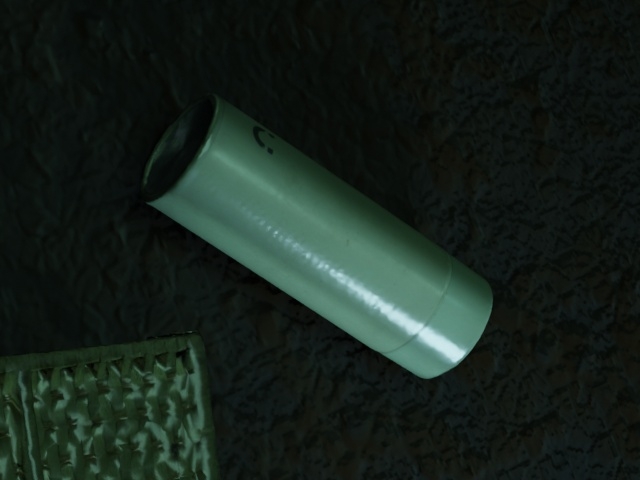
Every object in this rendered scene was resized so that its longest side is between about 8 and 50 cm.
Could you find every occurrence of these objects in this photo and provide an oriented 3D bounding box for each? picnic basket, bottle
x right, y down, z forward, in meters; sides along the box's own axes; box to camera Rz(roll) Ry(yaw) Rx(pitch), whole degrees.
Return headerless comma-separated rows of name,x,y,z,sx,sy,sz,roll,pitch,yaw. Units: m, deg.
picnic basket,-0.166,0.123,0.894,0.196,0.154,0.134,-6,85,-38
bottle,0.000,0.000,1.082,0.201,0.072,0.072,33,63,-23
